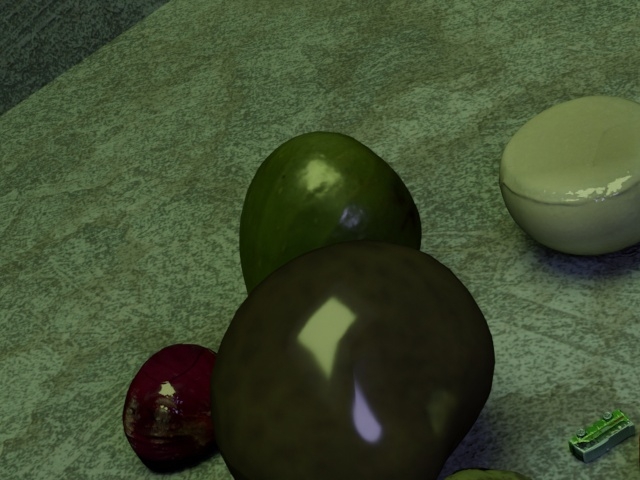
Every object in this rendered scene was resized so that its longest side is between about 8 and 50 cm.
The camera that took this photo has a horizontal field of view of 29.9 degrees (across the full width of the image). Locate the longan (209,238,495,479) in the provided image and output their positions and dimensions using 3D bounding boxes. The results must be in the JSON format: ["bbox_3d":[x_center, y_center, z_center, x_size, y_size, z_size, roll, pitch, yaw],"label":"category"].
[{"bbox_3d":[0.037,0.184,1.549,0.405,0.336,0.404,-25,34,18],"label":"longan"}]

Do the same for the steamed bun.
[{"bbox_3d":[0.424,-0.085,1.857,0.283,0.177,0.283,-16,37,13],"label":"steamed bun"}]

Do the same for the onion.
[{"bbox_3d":[-0.187,0.248,1.785,0.218,0.139,0.195,13,40,36],"label":"onion"}]

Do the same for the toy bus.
[{"bbox_3d":[0.363,0.253,1.549,0.083,0.031,0.037,-30,44,-12],"label":"toy bus"}]

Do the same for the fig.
[{"bbox_3d":[0.000,0.000,1.891,0.316,0.316,0.316,-15,34,10],"label":"fig"}]

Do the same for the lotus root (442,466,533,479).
[{"bbox_3d":[0.206,0.386,1.351,0.173,0.173,0.309,-19,41,5],"label":"lotus root"}]
